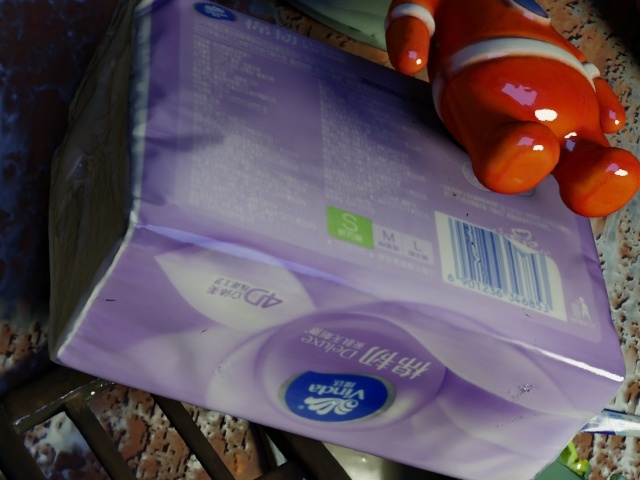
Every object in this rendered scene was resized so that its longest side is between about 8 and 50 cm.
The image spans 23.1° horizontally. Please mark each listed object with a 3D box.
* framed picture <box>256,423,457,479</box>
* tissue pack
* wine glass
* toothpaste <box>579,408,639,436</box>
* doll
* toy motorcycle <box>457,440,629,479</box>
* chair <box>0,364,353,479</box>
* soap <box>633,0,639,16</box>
[{"bbox_3d":[0.041,0.104,1.145,0.209,0.019,0.281,-19,94,-29],"label":"framed picture"},{"bbox_3d":[0.000,0.000,1.001,0.338,0.160,0.242,18,39,-20],"label":"tissue pack"},{"bbox_3d":[0.004,-0.184,1.128,0.155,0.073,0.073,12,79,-23],"label":"wine glass"},{"bbox_3d":[0.241,0.146,1.253,0.083,0.015,0.024,9,82,-22],"label":"toothpaste"},{"bbox_3d":[0.107,-0.162,1.037,0.200,0.105,0.336,12,44,-35],"label":"doll"},{"bbox_3d":[0.206,0.278,1.124,0.326,0.191,0.200,36,77,-1],"label":"toy motorcycle"},{"bbox_3d":[-0.038,0.276,0.998,0.203,0.416,0.240,-27,142,-21],"label":"chair"},{"bbox_3d":[0.394,-0.150,1.243,0.325,0.220,0.127,54,54,-39],"label":"soap"}]
